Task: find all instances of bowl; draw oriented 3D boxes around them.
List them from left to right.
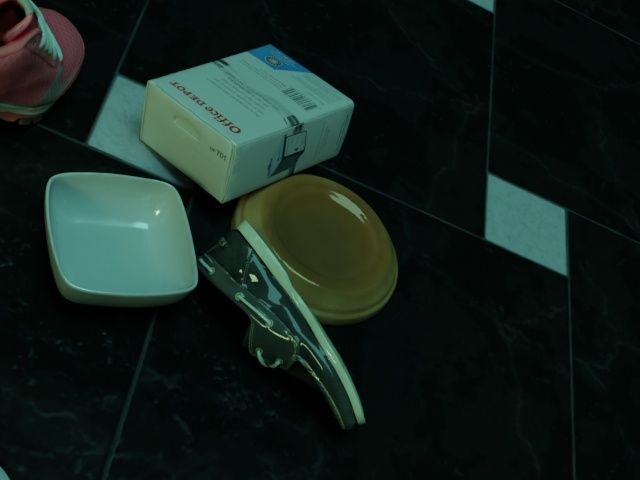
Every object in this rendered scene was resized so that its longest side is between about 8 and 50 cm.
[{"bbox_3d":[-0.198,0.006,1.038,0.142,0.053,0.142,4,52,-30],"label":"bowl"}]

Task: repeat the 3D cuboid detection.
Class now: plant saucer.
[{"bbox_3d":[0.000,0.000,1.177,0.199,0.037,0.200,17,47,-19],"label":"plant saucer"}]

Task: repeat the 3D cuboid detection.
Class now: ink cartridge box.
[{"bbox_3d":[-0.080,-0.133,1.185,0.139,0.082,0.190,38,43,25],"label":"ink cartridge box"}]

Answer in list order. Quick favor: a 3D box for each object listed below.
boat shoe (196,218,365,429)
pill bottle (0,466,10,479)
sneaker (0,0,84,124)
[{"bbox_3d":[-0.037,0.094,1.064,0.079,0.084,0.233,-35,81,-5],"label":"boat shoe"},{"bbox_3d":[-0.362,0.207,0.607,0.361,0.204,0.204,11,46,-51],"label":"pill bottle"},{"bbox_3d":[-0.298,-0.182,1.030,0.116,0.136,0.314,55,26,-4],"label":"sneaker"}]
